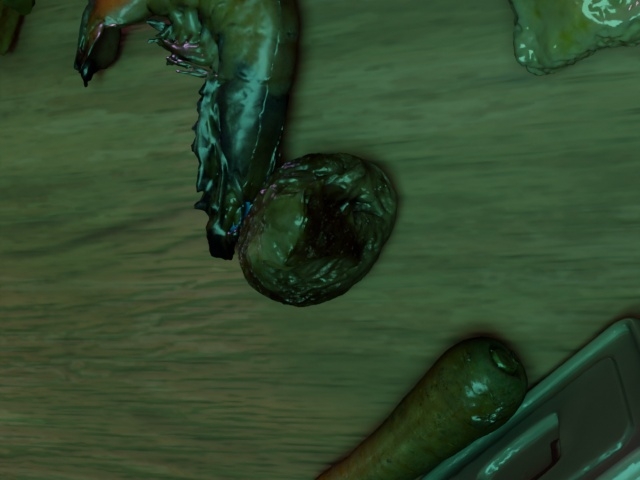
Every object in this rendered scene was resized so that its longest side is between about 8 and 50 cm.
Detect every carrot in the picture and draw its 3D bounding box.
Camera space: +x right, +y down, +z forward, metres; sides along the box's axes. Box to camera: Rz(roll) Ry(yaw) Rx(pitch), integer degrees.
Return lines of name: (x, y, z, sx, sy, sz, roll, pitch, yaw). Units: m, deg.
carrot: (0.065, 0.192, 0.695, 0.078, 0.078, 0.298, 47, 119, 3)

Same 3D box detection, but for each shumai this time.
shumai: (-0.006, 0.002, 0.638, 0.123, 0.105, 0.139, 42, 124, -16)

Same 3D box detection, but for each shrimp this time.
shrimp: (-0.126, -0.126, 0.682, 0.222, 0.054, 0.291, 5, 105, 17)

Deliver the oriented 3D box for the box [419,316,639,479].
box: (0.206, 0.225, 0.586, 0.167, 0.193, 0.294, 43, 113, -1)

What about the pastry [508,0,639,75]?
pastry: (0.156, -0.243, 0.537, 0.121, 0.089, 0.259, -24, 94, 26)

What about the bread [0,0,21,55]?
bread: (-0.378, -0.297, 0.696, 0.234, 0.110, 0.184, 33, 111, 10)

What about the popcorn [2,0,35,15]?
popcorn: (-0.133, -0.342, 0.513, 0.279, 0.274, 0.336, -14, 73, 5)
